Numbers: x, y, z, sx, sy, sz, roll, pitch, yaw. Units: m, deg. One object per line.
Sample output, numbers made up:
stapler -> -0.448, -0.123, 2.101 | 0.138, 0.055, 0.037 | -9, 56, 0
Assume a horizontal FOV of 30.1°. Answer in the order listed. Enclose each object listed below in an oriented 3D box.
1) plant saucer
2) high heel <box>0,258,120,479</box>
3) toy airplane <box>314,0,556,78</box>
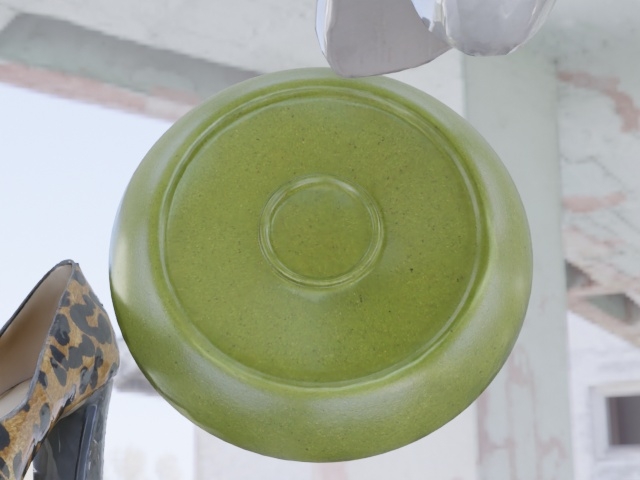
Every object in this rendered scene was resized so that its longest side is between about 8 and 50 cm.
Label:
plant saucer -> 0.000, 0.000, 0.659 | 0.240, 0.241, 0.037 | -1, -23, 0
high heel -> -0.184, 0.065, 0.602 | 0.093, 0.186, 0.261 | -12, -24, 15
toy airplane -> 0.178, -0.133, 0.441 | 0.384, 0.386, 0.272 | 18, -25, 26
